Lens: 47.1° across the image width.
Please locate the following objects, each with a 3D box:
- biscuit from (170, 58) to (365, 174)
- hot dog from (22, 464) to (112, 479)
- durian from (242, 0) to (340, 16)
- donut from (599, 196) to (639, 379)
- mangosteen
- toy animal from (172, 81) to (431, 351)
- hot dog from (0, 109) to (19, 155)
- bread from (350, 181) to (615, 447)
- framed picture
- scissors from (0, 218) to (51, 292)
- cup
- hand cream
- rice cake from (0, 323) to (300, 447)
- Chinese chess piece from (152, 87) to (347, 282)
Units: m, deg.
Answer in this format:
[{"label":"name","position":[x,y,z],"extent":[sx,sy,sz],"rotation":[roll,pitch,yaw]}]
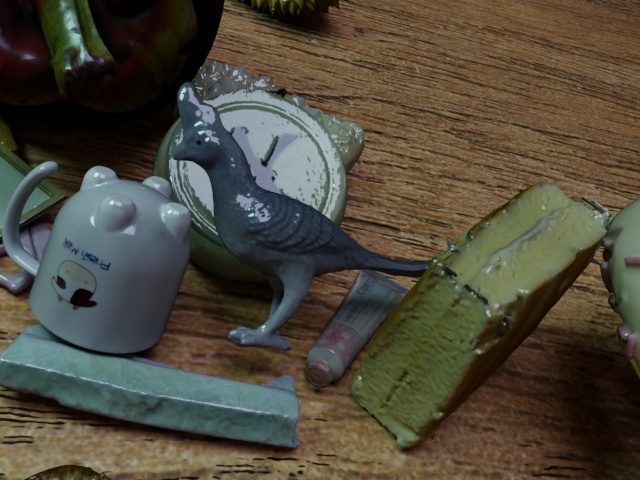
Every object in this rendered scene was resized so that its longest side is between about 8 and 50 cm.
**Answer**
[{"label":"biscuit","position":[-0.096,-0.145,1.000],"extent":[0.281,0.084,0.179],"rotation":[28,46,10]},{"label":"hot dog","position":[-0.209,0.234,0.565],"extent":[0.147,0.065,0.099],"rotation":[-26,51,-38]},{"label":"durian","position":[-0.064,-0.483,1.340],"extent":[0.260,0.154,0.186],"rotation":[42,22,30]},{"label":"donut","position":[0.415,0.113,0.789],"extent":[0.382,0.142,0.382],"rotation":[44,36,-43]},{"label":"mangosteen","position":[-0.302,-0.294,0.838],"extent":[0.382,0.382,0.435],"rotation":[15,33,-8]},{"label":"toy animal","position":[-0.027,0.022,0.749],"extent":[0.367,0.081,0.206],"rotation":[32,71,-24]},{"label":"hot dog","position":[-0.407,-0.140,0.898],"extent":[0.044,0.028,0.137],"rotation":[-16,52,-34]},{"label":"bread","position":[0.163,0.071,0.759],"extent":[0.111,0.246,0.239],"rotation":[42,45,18]},{"label":"framed picture","position":[-0.396,-0.032,0.779],"extent":[0.136,0.010,0.201],"rotation":[36,53,15]},{"label":"scissors","position":[-0.327,-0.025,0.818],"extent":[0.110,0.021,0.212],"rotation":[-4,49,-30]},{"label":"cup","position":[-0.207,0.002,0.717],"extent":[0.173,0.142,0.134],"rotation":[37,24,33]},{"label":"hand cream","position":[0.041,0.094,0.840],"extent":[0.067,0.043,0.210],"rotation":[27,36,11]},{"label":"rice cake","position":[-0.154,0.139,0.700],"extent":[0.290,0.051,0.081],"rotation":[14,31,-13]},{"label":"Chinese chess piece","position":[-0.082,-0.067,0.857],"extent":[0.238,0.092,0.238],"rotation":[6,68,-15]}]
